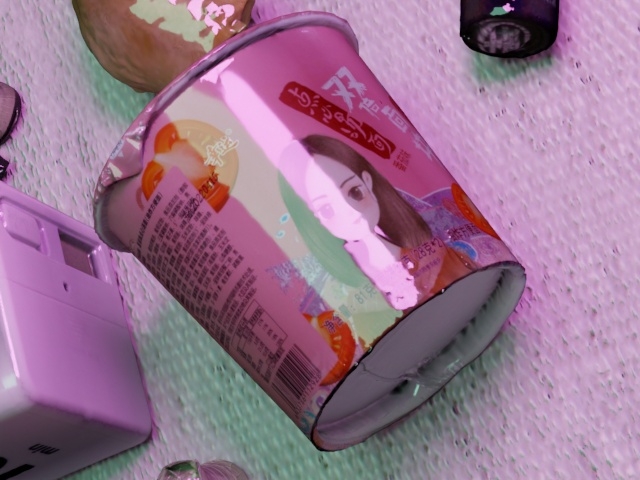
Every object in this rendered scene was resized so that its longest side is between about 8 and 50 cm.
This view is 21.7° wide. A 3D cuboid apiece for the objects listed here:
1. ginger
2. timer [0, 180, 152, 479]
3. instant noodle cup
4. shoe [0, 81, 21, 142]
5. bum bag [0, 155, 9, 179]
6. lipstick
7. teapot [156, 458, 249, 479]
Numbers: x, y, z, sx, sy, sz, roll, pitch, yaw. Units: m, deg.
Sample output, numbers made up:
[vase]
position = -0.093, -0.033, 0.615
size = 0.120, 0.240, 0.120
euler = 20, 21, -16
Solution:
[ginger]
position = -0.138, -0.229, 1.361
size = 0.152, 0.138, 0.267
euler = -23, 78, 2
[timer]
position = -0.273, 0.088, 1.293
size = 0.195, 0.192, 0.194
euler = -25, 66, 16
[instant noodle cup]
position = 0.000, 0.000, 1.178
size = 0.243, 0.243, 0.231
euler = -44, 68, 7
[shoe]
position = -0.360, -0.125, 1.462
size = 0.194, 0.077, 0.074
euler = 4, 77, 25
[bum bag]
position = -0.314, -0.026, 1.436
size = 0.058, 0.034, 0.124
euler = 22, 85, 15
[lipstick]
position = 0.146, -0.283, 1.274
size = 0.081, 0.081, 0.299
euler = -6, 68, 23
[teapot]
position = -0.093, 0.191, 1.243
size = 0.057, 0.083, 0.067
euler = 31, 87, 24
